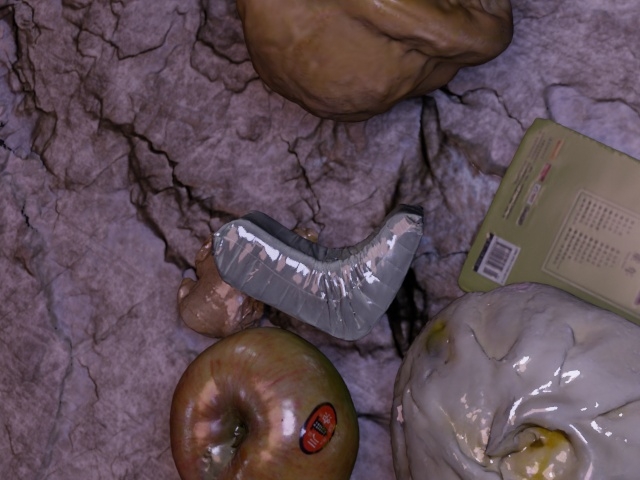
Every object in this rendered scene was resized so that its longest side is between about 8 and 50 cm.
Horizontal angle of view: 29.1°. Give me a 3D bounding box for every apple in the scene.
[{"bbox_3d":[-0.070,0.239,1.550,0.261,0.194,0.260,-5,80,29],"label":"apple"}]

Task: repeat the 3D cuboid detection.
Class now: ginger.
[{"bbox_3d":[-0.104,0.038,1.674,0.137,0.074,0.213,45,106,9],"label":"ginger"}]

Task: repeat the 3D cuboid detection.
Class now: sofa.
[{"bbox_3d":[0.000,0.000,1.518,0.225,0.210,0.176,26,97,4],"label":"sofa"}]

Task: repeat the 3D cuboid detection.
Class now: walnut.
[{"bbox_3d":[0.059,-0.310,1.484,0.384,0.383,0.383,-5,78,27],"label":"walnut"}]

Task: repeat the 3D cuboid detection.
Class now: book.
[{"bbox_3d":[0.353,0.026,1.458,0.352,0.035,0.239,29,97,28],"label":"book"}]

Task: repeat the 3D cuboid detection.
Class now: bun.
[{"bbox_3d":[0.224,0.224,1.377,0.365,0.219,0.365,-4,83,31],"label":"bun"}]
